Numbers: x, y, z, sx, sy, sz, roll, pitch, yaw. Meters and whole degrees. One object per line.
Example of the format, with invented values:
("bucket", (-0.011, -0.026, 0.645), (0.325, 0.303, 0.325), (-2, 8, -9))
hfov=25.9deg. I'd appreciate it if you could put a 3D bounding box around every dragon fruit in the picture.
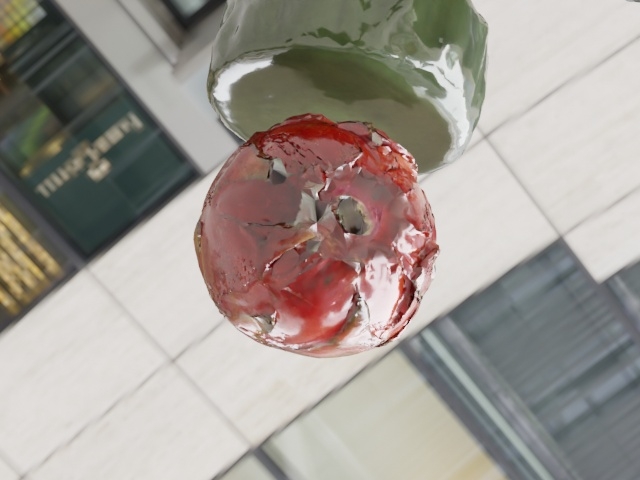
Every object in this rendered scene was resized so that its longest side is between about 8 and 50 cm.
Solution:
("dragon fruit", (0.000, 0.000, 1.642), (0.295, 0.295, 0.301), (-50, -175, -24))

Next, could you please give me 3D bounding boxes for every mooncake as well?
("mooncake", (0.039, -0.230, 1.779), (0.356, 0.356, 0.194), (-16, -126, 48))

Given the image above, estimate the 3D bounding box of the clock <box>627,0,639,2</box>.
("clock", (0.418, -0.432, 1.611), (0.067, 0.325, 0.325), (21, -119, 44))
